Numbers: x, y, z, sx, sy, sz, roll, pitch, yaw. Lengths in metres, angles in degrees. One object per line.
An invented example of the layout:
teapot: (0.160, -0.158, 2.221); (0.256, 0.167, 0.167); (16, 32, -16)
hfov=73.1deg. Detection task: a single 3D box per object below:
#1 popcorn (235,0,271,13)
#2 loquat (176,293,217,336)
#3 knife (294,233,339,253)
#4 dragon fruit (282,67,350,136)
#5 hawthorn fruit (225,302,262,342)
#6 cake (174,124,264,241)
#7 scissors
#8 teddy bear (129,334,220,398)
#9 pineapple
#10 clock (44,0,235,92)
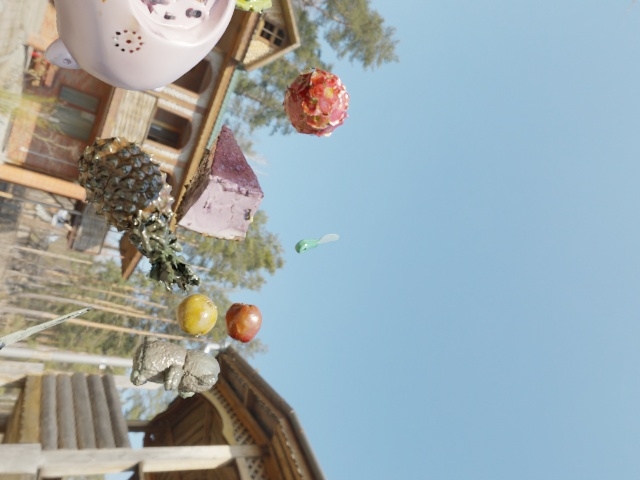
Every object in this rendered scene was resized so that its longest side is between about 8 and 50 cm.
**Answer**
popcorn: (-0.231, -0.871, 1.363); (0.247, 0.282, 0.282); (52, -57, 21)
loquat: (-0.415, 0.253, 1.459); (0.141, 0.141, 0.141); (-29, -127, 48)
knife: (0.001, -0.001, 1.602); (0.035, 0.260, 0.063); (50, -54, 18)
dragon fruit: (-0.023, -0.431, 1.378); (0.268, 0.210, 0.205); (12, -79, 50)
hawthorn fruit: (-0.271, 0.286, 1.507); (0.132, 0.132, 0.138); (6, -98, 57)
cake: (-0.168, -0.102, 0.731); (0.116, 0.112, 0.295); (-51, -150, 18)
scissors: (-0.584, 0.187, 0.807); (0.022, 0.300, 0.109); (57, -33, 18)
teddy bear: (-0.457, 0.402, 1.366); (0.151, 0.267, 0.236); (-64, -160, -3)
pineapple: (-0.355, -0.049, 0.881); (0.361, 0.175, 0.175); (53, -53, 12)
clock: (-0.347, -0.472, 0.849); (0.250, 0.368, 0.377); (49, -62, 24)
